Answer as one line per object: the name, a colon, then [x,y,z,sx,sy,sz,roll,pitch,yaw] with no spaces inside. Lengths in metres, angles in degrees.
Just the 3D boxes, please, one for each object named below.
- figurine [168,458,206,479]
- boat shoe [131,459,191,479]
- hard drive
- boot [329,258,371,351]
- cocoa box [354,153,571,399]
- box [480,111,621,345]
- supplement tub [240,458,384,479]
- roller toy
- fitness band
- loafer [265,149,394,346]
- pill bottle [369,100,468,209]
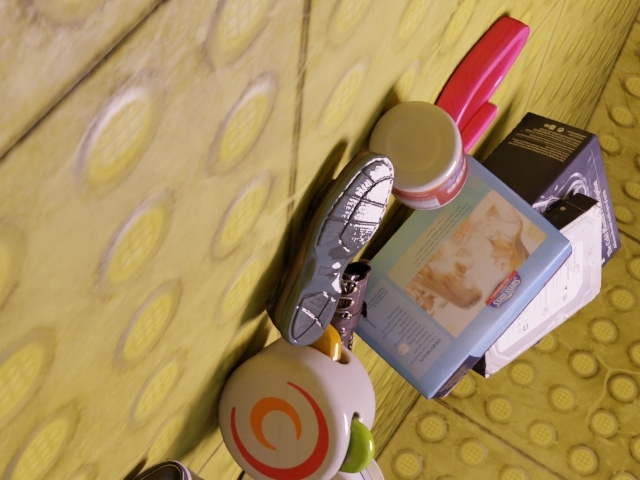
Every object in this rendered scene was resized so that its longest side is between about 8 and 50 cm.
figurine: [-0.228,0.411,1.455,0.209,0.092,0.215,-46,161,-30]
boat shoe: [-0.230,0.328,1.291,0.228,0.080,0.076,-40,160,-34]
hard drive: [0.409,0.085,2.156,0.339,0.064,0.237,-32,132,-28]
boot: [0.012,0.154,1.702,0.263,0.091,0.229,-53,157,-68]
cocoa box: [0.227,0.067,1.894,0.347,0.231,0.228,-49,166,5]
box: [0.434,-0.022,2.307,0.312,0.179,0.343,-45,136,-19]
supplement tub: [-0.005,0.472,2.040,0.235,0.235,0.325,-58,166,0]
roller toy: [-0.029,0.226,1.527,0.191,0.209,0.146,-26,-179,27]
fitness band: [0.252,-0.236,1.813,0.291,0.054,0.209,-51,164,-34]
loafer: [0.000,0.000,1.423,0.096,0.084,0.268,14,105,-43]
pill bottle: [0.140,-0.109,1.544,0.121,0.121,0.216,-58,167,-1]
